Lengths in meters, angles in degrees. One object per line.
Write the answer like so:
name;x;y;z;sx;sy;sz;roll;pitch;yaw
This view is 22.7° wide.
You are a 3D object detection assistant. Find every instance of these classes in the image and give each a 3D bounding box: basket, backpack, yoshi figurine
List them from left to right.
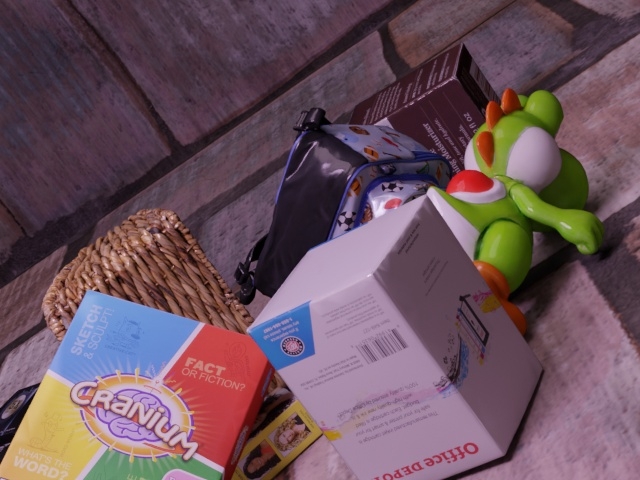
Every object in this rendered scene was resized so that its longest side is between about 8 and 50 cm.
basket;-0.220;0.134;2.080;0.223;0.299;0.213;-40;15;-16
backpack;0.061;-0.026;2.028;0.263;0.213;0.276;-22;-39;-57
yoshi figurine;0.231;-0.012;1.889;0.203;0.203;0.362;95;-162;-55

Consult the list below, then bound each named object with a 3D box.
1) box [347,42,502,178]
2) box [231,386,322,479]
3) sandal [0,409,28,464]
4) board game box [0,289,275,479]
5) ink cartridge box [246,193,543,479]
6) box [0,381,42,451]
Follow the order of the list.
box;0.166;-0.154;2.354;0.203;0.168;0.167;-31;17;20
box;-0.105;0.271;1.884;0.232;0.058;0.087;-41;16;-17
sandal;-0.359;0.269;2.212;0.167;0.107;0.446;7;17;-3
board game box;-0.214;0.226;1.810;0.064;0.242;0.316;93;-165;-54
ink cartridge box;0.082;0.112;1.621;0.171;0.232;0.168;-26;16;34
box;-0.460;0.297;2.541;0.180;0.077;0.147;-20;21;46
